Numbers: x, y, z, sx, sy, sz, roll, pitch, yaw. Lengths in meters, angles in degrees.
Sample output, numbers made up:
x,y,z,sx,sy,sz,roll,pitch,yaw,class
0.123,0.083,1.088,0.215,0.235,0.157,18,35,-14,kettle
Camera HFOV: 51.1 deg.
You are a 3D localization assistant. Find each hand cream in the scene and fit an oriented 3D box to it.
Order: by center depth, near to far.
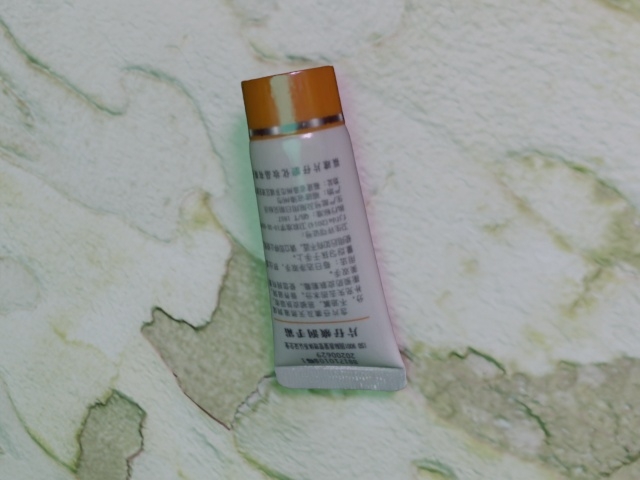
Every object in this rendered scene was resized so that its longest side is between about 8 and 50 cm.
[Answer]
x,y,z,sx,sy,sz,roll,pitch,yaw,class
0.000,0.000,0.625,0.140,0.089,0.314,-1,103,23,hand cream
